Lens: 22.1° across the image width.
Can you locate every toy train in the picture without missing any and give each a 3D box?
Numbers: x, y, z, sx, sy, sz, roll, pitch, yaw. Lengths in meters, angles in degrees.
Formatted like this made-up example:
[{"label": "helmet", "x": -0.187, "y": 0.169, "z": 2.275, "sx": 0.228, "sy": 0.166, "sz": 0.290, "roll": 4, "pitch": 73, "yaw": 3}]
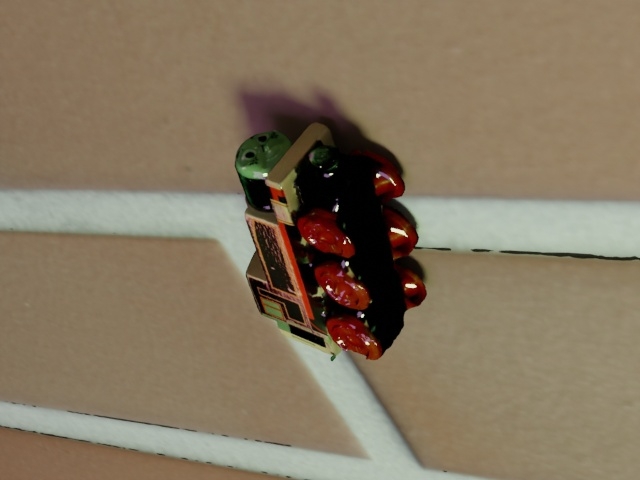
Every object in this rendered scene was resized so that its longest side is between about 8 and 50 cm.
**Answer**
[{"label": "toy train", "x": 0.000, "y": 0.000, "z": 0.785, "sx": 0.087, "sy": 0.050, "sz": 0.138, "roll": 20, "pitch": 146, "yaw": 30}]
